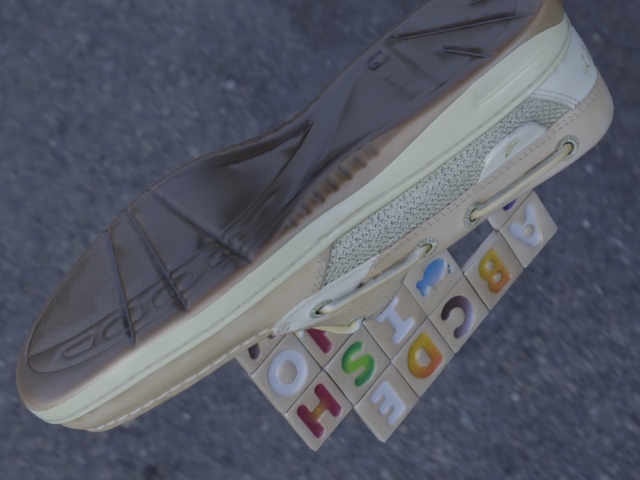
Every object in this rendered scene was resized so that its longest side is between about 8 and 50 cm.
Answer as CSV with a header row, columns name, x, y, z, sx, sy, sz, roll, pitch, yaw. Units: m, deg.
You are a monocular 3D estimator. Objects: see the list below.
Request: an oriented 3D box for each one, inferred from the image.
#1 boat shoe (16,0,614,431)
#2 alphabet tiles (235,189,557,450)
name,x,y,z,sx,sy,sz,roll,pitch,yaw
boat shoe,0.000,0.000,0.880,0.302,0.098,0.109,-37,34,0
alphabet tiles,0.039,0.010,1.232,0.237,0.198,0.009,-50,36,-18
